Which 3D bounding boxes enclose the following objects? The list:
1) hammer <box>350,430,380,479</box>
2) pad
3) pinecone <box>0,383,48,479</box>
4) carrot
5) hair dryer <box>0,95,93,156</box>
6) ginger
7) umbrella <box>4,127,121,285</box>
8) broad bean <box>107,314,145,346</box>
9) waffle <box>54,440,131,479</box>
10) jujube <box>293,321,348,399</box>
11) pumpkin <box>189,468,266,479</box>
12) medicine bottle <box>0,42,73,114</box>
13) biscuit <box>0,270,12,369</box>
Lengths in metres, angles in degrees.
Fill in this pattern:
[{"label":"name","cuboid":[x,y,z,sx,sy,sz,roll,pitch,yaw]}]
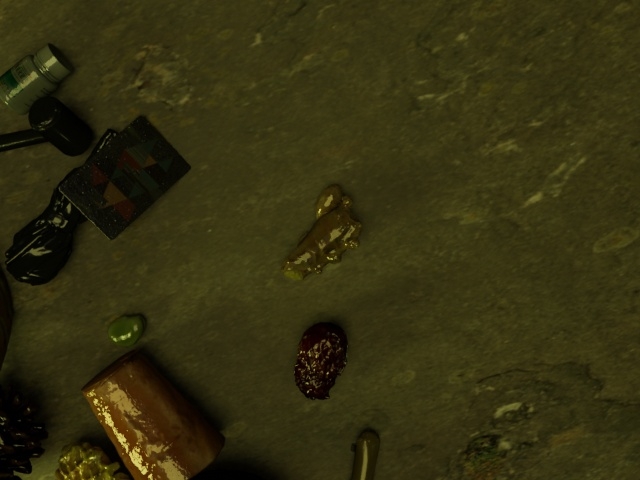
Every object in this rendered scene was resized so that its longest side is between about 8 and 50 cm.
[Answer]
[{"label":"hammer","cuboid":[0.074,0.541,1.520,0.202,0.113,0.305,9,86,-29]},{"label":"pad","cuboid":[-0.369,-0.119,1.417,0.211,0.003,0.143,-46,103,-13]},{"label":"pinecone","cuboid":[-0.670,0.409,1.462,0.224,0.224,0.272,39,79,-6]},{"label":"carrot","cuboid":[-0.330,0.344,1.459,0.196,0.196,0.254,-32,95,6]},{"label":"hair dryer","cuboid":[-0.568,-0.203,1.406,0.248,0.114,0.070,-6,67,14]},{"label":"ginger","cuboid":[0.014,0.001,1.437,0.115,0.081,0.205,29,98,2]},{"label":"umbrella","cuboid":[-0.485,-0.066,1.432,0.118,0.118,0.340,31,90,-4]},{"label":"broad bean","cuboid":[-0.388,0.181,1.499,0.083,0.045,0.063,-26,98,13]},{"label":"waffle","cuboid":[-0.454,0.526,1.494,0.253,0.056,0.249,1,99,39]},{"label":"jujube","cuboid":[-0.005,0.235,1.474,0.104,0.104,0.166,21,108,-3]},{"label":"pumpkin","cuboid":[-0.191,0.608,1.478,0.315,0.238,0.315,1,81,-5]},{"label":"medicine bottle","cuboid":[-0.535,-0.303,1.394,0.130,0.080,0.080,-37,98,8]},{"label":"biscuit","cuboid":[-0.690,0.160,1.319,0.070,0.350,0.394,-12,57,19]}]
